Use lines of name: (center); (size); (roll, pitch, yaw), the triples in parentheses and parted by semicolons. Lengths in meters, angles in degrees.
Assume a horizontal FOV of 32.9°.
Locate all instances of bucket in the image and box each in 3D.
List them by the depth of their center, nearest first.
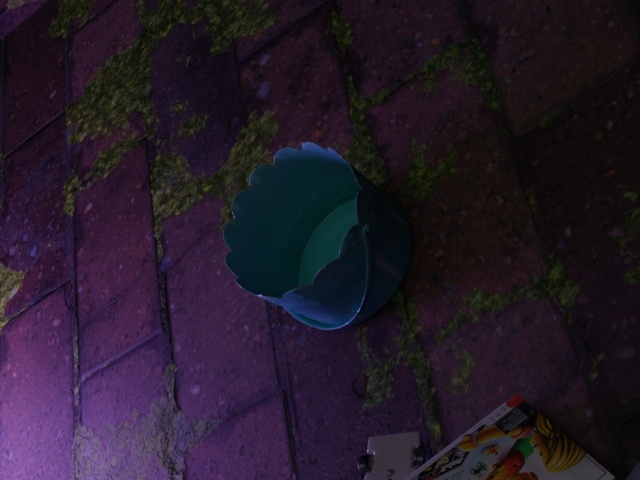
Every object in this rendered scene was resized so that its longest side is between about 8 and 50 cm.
bucket: (0.000, 0.000, 1.746); (0.281, 0.183, 0.281); (-22, 54, 33)

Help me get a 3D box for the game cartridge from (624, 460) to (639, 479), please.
game cartridge: (0.451, 0.405, 1.207); (0.230, 0.068, 0.355); (-57, 43, 6)

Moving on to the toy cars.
toy cars: (0.161, 0.408, 1.440); (0.176, 0.087, 0.393); (-35, 39, -14)

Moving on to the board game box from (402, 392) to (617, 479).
board game box: (0.199, 0.346, 1.375); (0.305, 0.053, 0.193); (-35, 40, -13)
